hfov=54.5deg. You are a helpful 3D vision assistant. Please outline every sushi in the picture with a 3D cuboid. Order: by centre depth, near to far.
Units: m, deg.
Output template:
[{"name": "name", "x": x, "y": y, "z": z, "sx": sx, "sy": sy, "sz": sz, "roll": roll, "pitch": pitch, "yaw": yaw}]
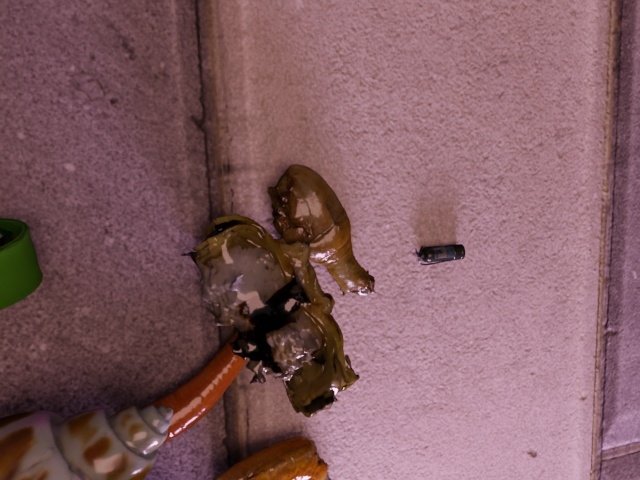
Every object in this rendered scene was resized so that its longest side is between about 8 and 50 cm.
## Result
[{"name": "sushi", "x": -0.057, "y": 0.093, "z": 0.816, "sx": 0.131, "sy": 0.139, "sz": 0.291, "roll": -29, "pitch": 87, "yaw": -51}]

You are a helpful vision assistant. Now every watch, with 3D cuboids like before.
[{"name": "watch", "x": -0.404, "y": 0.044, "z": 0.699, "sx": 0.152, "sy": 0.165, "sz": 0.131, "roll": -3, "pitch": 113, "yaw": 0}]

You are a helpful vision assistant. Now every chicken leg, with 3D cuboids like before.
[{"name": "chicken leg", "x": 0.000, "y": 0.000, "z": 0.879, "sx": 0.103, "sy": 0.088, "sz": 0.227, "roll": -37, "pitch": 115, "yaw": -20}]

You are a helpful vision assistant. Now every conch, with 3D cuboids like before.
[{"name": "conch", "x": -0.334, "y": 0.326, "z": 0.733, "sx": 0.368, "sy": 0.197, "sz": 0.249, "roll": -37, "pitch": 77, "yaw": 22}]

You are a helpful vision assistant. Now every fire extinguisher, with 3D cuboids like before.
[{"name": "fire extinguisher", "x": 0.183, "y": 0.023, "z": 0.971, "sx": 0.083, "sy": 0.025, "sz": 0.038, "roll": -4, "pitch": 124, "yaw": -19}]

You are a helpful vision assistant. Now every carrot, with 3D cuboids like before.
[{"name": "carrot", "x": -0.170, "y": 0.209, "z": 0.868, "sx": 0.271, "sy": 0.066, "sz": 0.062, "roll": -35, "pitch": 143, "yaw": -12}]

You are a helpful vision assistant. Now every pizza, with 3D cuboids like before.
[{"name": "pizza", "x": -0.050, "y": 0.433, "z": 0.940, "sx": 0.189, "sy": 0.071, "sz": 0.296, "roll": -27, "pitch": 111, "yaw": -25}]
